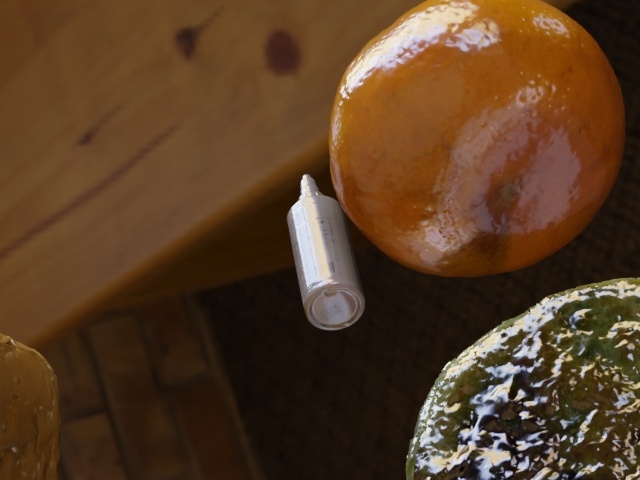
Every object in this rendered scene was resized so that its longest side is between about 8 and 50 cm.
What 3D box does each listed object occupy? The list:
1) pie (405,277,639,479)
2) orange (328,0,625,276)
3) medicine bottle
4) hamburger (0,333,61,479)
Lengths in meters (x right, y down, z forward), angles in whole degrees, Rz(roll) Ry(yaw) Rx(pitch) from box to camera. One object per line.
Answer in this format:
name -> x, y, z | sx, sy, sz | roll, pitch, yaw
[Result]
pie -> 0.209, 0.163, 1.539 | 0.323, 0.323, 0.070 | 42, 167, 40
orange -> 0.117, -0.083, 1.492 | 0.171, 0.240, 0.240 | 46, 138, 50
medicine bottle -> 0.000, 0.000, 1.804 | 0.199, 0.057, 0.058 | -103, 21, -52
hamburger -> -0.361, 0.213, 1.936 | 0.144, 0.283, 0.259 | -3, 91, 17
